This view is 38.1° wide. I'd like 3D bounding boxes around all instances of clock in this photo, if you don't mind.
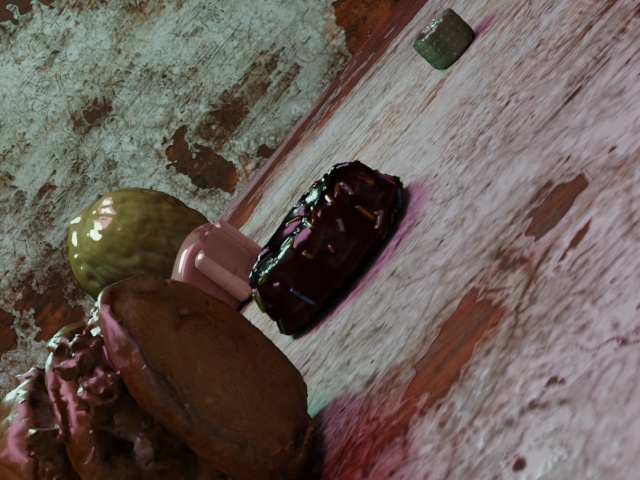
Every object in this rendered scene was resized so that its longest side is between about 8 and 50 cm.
[{"bbox_3d":[-0.223,0.098,1.633,0.241,0.142,0.227,-52,9,17],"label":"clock"}]

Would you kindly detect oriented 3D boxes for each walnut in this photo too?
[{"bbox_3d":[-0.394,0.031,2.059,0.306,0.343,0.306,-56,19,30],"label":"walnut"}]

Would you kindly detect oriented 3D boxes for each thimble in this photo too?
[{"bbox_3d":[0.193,-0.317,1.461,0.084,0.062,0.110,-47,10,9],"label":"thimble"}]

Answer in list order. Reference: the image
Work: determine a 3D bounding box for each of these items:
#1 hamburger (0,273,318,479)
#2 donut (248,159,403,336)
[{"bbox_3d":[-0.133,0.162,0.739,0.211,0.245,0.260,-40,50,12],"label":"hamburger"},{"bbox_3d":[0.000,0.000,1.102,0.235,0.089,0.235,-51,9,11],"label":"donut"}]
